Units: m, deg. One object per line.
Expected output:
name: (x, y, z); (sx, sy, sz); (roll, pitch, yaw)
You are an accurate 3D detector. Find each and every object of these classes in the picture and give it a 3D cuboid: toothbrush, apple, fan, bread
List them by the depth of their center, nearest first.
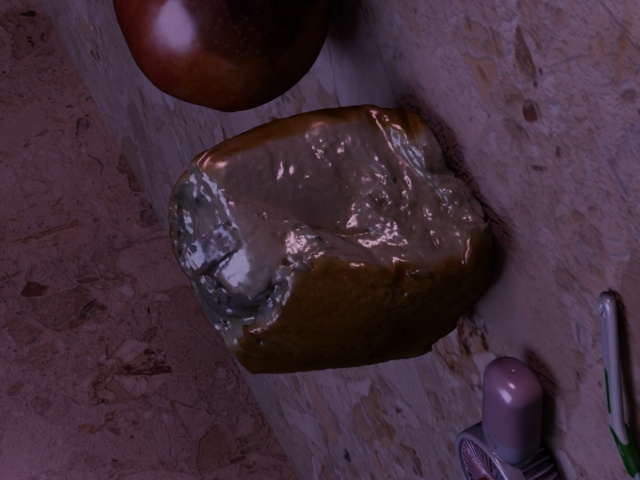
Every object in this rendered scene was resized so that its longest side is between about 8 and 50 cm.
toothbrush: (0.262, 0.171, 1.024); (0.030, 0.030, 0.304); (39, 147, 57)
bread: (0.000, 0.000, 1.172); (0.250, 0.279, 0.225); (102, 154, -63)
apple: (-0.088, -0.244, 1.178); (0.230, 0.230, 0.230); (56, 162, 29)
fan: (0.189, 0.208, 1.214); (0.130, 0.074, 0.244); (51, 158, 41)
